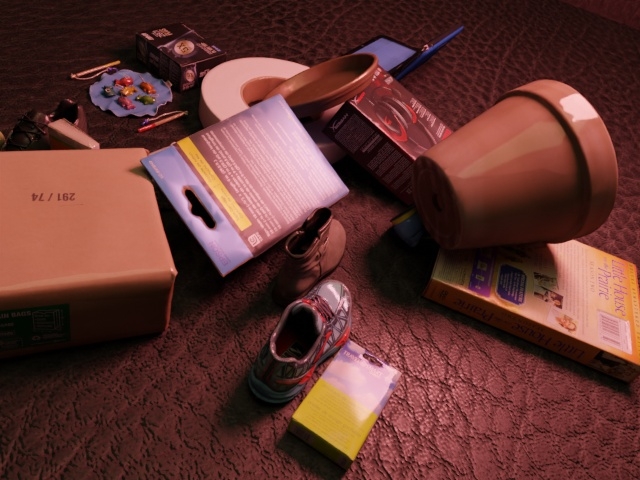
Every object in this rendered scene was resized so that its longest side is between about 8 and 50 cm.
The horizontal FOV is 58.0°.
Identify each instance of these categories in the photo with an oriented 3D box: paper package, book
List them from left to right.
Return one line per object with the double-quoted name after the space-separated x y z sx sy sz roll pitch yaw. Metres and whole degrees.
-0.411 0.009 0.894 0.325 0.168 0.309 -5 47 -24 "paper package"
-0.440 -0.134 1.046 0.096 0.144 0.035 32 44 13 "book"

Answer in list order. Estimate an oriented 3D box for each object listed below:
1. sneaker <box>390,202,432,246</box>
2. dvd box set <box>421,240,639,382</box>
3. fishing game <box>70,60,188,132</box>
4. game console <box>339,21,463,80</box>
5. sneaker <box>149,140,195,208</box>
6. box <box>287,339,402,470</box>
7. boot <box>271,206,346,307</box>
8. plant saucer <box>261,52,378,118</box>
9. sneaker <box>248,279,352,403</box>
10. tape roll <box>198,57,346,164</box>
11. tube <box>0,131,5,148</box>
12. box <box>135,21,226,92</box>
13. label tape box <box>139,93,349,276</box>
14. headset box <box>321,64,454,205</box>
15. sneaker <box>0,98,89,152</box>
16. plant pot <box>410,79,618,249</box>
0.227 -0.047 1.250 0.209 0.069 0.082 -34 91 -48 "sneaker"
0.440 0.079 1.184 0.421 0.062 0.307 22 43 5 "dvd box set"
-0.439 -0.351 1.348 0.264 0.041 0.189 41 50 22 "fishing game"
0.247 -0.597 1.743 0.173 0.250 0.293 51 46 -5 "game console"
-0.276 -0.149 1.168 0.297 0.110 0.129 -19 38 -38 "sneaker"
0.041 0.247 0.891 0.109 0.042 0.178 31 44 12 "box"
0.000 0.000 1.044 0.084 0.161 0.246 27 44 9 "boot"
0.001 -0.342 1.286 0.278 0.041 0.277 -18 30 11 "plant saucer"
-0.011 0.140 0.923 0.104 0.125 0.262 28 44 10 "sneaker"
-0.098 -0.315 1.401 0.392 0.072 0.391 9 44 -9 "tape roll"
-0.660 -0.119 1.027 0.062 0.070 0.240 51 38 -31 "tube"
-0.355 -0.469 1.467 0.180 0.077 0.147 39 47 21 "box"
-0.141 -0.097 1.068 0.334 0.106 0.240 -36 90 -36 "label tape box"
0.178 -0.236 1.331 0.293 0.110 0.218 40 44 -7 "headset box"
-0.538 -0.169 1.062 0.109 0.130 0.286 24 44 4 "sneaker"
0.341 -0.114 1.120 0.281 0.323 0.323 -20 53 -12 "plant pot"
